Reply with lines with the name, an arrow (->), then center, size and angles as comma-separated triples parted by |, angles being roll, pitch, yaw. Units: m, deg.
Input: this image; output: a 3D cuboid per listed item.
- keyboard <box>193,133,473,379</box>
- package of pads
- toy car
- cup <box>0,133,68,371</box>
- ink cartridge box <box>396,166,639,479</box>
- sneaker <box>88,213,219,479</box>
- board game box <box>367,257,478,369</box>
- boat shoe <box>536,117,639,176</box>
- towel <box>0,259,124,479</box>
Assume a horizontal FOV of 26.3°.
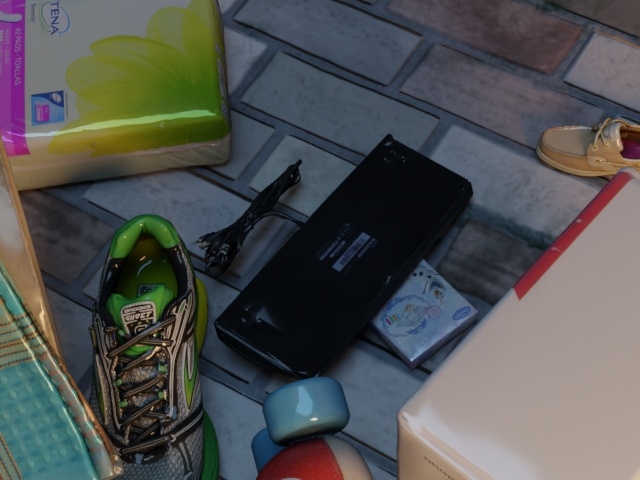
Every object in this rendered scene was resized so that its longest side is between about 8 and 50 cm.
keyboard -> 0.000, 0.000, 1.443 | 0.201, 0.033, 0.317 | 31, 58, 19
package of pads -> -0.254, -0.184, 1.565 | 0.296, 0.101, 0.229 | -7, 57, 0
toy car -> -0.074, 0.264, 1.165 | 0.238, 0.210, 0.219 | -12, 67, -14
cup -> -0.376, 0.054, 1.264 | 0.237, 0.331, 0.331 | -16, 56, -11
ink cartridge box -> 0.204, 0.172, 1.113 | 0.160, 0.385, 0.279 | 35, 66, 22
sneaker -> -0.177, 0.130, 1.321 | 0.134, 0.146, 0.344 | -8, 57, 1
board game box -> 0.099, 0.074, 1.405 | 0.090, 0.020, 0.090 | -35, 58, -16
boat shoe -> 0.319, -0.104, 1.477 | 0.170, 0.059, 0.063 | 7, 58, 10
towel -> -0.362, 0.089, 1.114 | 0.271, 0.370, 0.040 | -23, 16, 11
